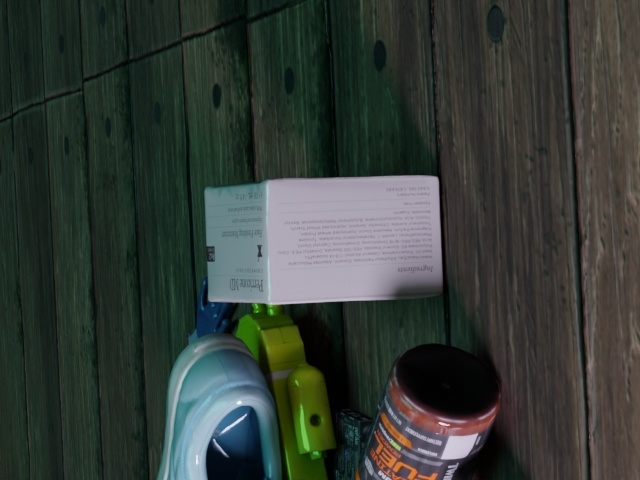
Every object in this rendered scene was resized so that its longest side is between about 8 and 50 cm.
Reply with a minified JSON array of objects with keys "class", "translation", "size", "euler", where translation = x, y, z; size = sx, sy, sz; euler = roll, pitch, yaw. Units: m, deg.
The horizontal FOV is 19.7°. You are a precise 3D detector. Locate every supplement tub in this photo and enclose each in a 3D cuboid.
[{"class":"supplement tub","translation":[0.092,0.196,1.693],"size":[0.106,0.106,0.198],"euler":[-116,31,-43]}]

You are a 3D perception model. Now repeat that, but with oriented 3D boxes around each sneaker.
[{"class":"sneaker","translation":[-0.109,0.293,1.997],"size":[0.150,0.135,0.366],"euler":[-125,30,-62]}]

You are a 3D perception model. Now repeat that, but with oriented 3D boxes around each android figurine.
[{"class":"android figurine","translation":[-0.043,0.193,2.055],"size":[0.248,0.056,0.273],"euler":[139,123,-71]}]

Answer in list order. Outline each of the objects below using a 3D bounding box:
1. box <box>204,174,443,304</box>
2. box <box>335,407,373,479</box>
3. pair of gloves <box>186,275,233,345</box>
[{"class":"box","translation":[0.000,0.000,1.790],"size":[0.181,0.182,0.119],"euler":[177,91,-67]},{"class":"box","translation":[0.035,0.223,1.944],"size":[0.067,0.018,0.083],"euler":[-167,75,-67]},{"class":"pair of gloves","translation":[-0.125,0.144,2.323],"size":[0.159,0.023,0.198],"euler":[122,139,-51]}]
